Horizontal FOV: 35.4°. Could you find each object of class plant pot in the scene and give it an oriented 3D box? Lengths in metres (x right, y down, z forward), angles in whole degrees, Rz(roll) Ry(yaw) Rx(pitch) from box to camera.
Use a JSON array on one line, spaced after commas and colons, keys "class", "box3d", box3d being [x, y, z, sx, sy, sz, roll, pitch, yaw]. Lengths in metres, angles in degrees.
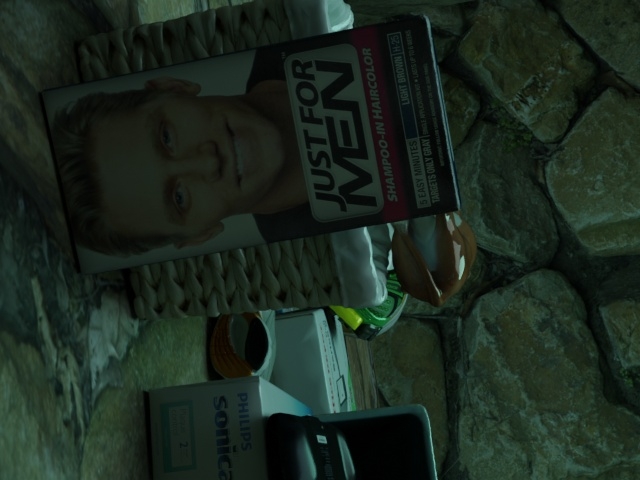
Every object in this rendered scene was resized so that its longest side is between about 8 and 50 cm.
[{"class": "plant pot", "box3d": [0.021, 0.378, 1.396, 0.252, 0.247, 0.248, 113, -29, -72]}]

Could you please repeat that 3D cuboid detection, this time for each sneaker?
[{"class": "sneaker", "box3d": [0.000, 0.000, 1.651, 0.343, 0.146, 0.134, 42, 4, -1]}, {"class": "sneaker", "box3d": [-0.102, 0.104, 1.398, 0.121, 0.099, 0.262, 83, 10, -51]}]

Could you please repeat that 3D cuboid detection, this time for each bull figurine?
[{"class": "bull figurine", "box3d": [0.132, -0.009, 1.210, 0.310, 0.101, 0.188, -51, 129, -84]}]

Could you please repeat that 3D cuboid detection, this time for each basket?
[{"class": "basket", "box3d": [-0.074, -0.095, 1.132, 0.331, 0.266, 0.328, -62, 142, -79]}]

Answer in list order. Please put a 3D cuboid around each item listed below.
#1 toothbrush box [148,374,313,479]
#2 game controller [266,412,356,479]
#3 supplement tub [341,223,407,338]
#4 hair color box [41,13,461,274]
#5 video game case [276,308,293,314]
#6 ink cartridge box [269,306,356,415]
[{"class": "toothbrush box", "box3d": [-0.082, 0.283, 1.121, 0.295, 0.126, 0.216, 59, 24, -72]}, {"class": "game controller", "box3d": [-0.003, 0.274, 1.090, 0.319, 0.067, 0.166, 53, 16, -74]}, {"class": "supplement tub", "box3d": [0.069, 0.073, 2.163, 0.316, 0.228, 0.228, 65, 17, -64]}, {"class": "hair color box", "box3d": [-0.057, -0.084, 0.913, 0.105, 0.347, 0.174, -48, 127, -79]}, {"class": "video game case", "box3d": [-0.071, 0.093, 1.895, 0.166, 0.015, 0.119, -87, 165, -60]}, {"class": "ink cartridge box", "box3d": [-0.028, 0.220, 1.640, 0.289, 0.121, 0.211, 4, 76, -82]}]
